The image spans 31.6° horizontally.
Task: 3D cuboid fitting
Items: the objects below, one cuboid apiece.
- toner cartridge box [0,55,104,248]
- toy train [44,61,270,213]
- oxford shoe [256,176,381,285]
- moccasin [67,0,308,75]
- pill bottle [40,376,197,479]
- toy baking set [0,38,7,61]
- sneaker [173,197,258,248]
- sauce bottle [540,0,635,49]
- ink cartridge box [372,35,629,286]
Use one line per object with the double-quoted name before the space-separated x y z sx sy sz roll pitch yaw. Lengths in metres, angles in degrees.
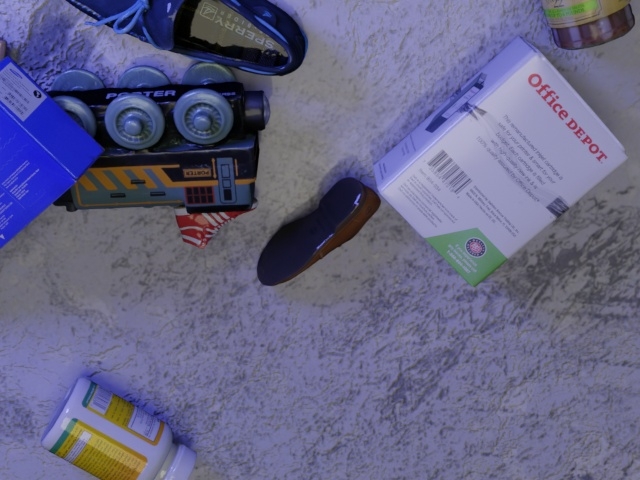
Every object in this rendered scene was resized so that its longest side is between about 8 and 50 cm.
"toner cartridge box" -0.443 -0.074 1.452 0.165 0.075 0.348 47 130 -13
"toy train" -0.230 -0.125 1.490 0.334 0.142 0.190 -3 120 0
"oxford shoe" 0.000 0.000 1.575 0.212 0.076 0.076 -38 147 22
"moccasin" -0.176 -0.302 1.427 0.342 0.117 0.137 15 109 -5
"pill bottle" -0.291 0.298 1.651 0.208 0.117 0.117 31 107 -12
"toy baking set" -0.519 -0.188 1.514 0.197 0.030 0.256 36 106 -10
"sneaker" -0.141 -0.025 1.572 0.118 0.042 0.067 -6 107 9
"sauce bottle" 0.296 -0.412 1.403 0.111 0.111 0.344 -20 108 6
"ink cartridge box" 0.237 -0.105 1.511 0.273 0.115 0.198 -41 106 13
